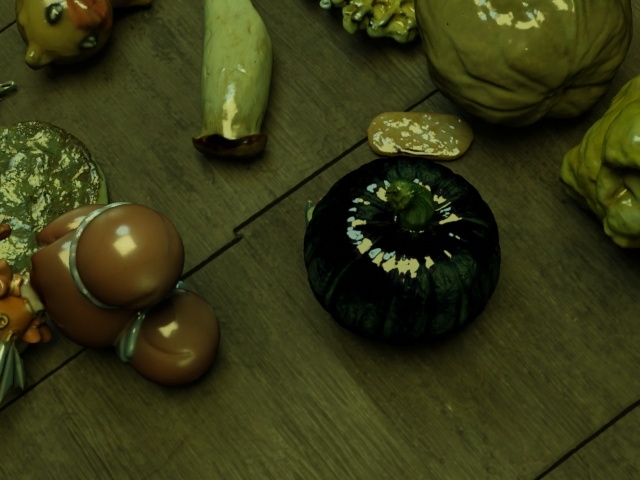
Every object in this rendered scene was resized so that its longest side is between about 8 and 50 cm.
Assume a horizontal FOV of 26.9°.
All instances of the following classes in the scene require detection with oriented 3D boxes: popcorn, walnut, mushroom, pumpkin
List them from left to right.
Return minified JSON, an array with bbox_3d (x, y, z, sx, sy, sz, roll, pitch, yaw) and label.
[{"bbox_3d":[-0.119,-0.261,1.878,0.107,0.087,0.333,-2,63,7],"label":"mushroom"},{"bbox_3d":[0.105,-0.002,1.644,0.248,0.248,0.248,-3,65,6],"label":"pumpkin"},{"bbox_3d":[0.267,-0.292,1.750,0.282,0.253,0.276,-11,66,3],"label":"walnut"},{"bbox_3d":[0.478,-0.102,1.622,0.334,0.292,0.293,-13,60,-4],"label":"popcorn"}]

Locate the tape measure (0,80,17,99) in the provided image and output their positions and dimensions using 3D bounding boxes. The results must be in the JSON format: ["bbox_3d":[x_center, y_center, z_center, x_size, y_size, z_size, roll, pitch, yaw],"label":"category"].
[{"bbox_3d":[-0.555,-0.208,1.896,0.196,0.105,0.178,17,66,19],"label":"tape measure"}]

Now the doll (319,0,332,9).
[{"bbox_3d":[0.008,-0.404,1.935,0.096,0.070,0.195,-4,55,5],"label":"doll"}]

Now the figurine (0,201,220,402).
[{"bbox_3d":[-0.345,0.081,1.665,0.388,0.276,0.248,-22,47,-3],"label":"figurine"}]

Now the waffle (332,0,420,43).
[{"bbox_3d":[0.089,-0.375,1.886,0.204,0.054,0.223,-5,70,-28],"label":"waffle"}]

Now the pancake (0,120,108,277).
[{"bbox_3d":[-0.407,-0.047,1.841,0.254,0.037,0.253,-3,66,6],"label":"pancake"}]

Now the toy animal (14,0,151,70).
[{"bbox_3d":[-0.343,-0.364,1.914,0.169,0.195,0.281,-6,52,49],"label":"toy animal"}]

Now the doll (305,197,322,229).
[{"bbox_3d":[0.000,0.000,1.773,0.037,0.027,0.125,-13,65,9],"label":"doll"}]

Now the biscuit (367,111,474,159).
[{"bbox_3d":[0.136,-0.143,1.828,0.147,0.018,0.071,3,64,10],"label":"biscuit"}]
